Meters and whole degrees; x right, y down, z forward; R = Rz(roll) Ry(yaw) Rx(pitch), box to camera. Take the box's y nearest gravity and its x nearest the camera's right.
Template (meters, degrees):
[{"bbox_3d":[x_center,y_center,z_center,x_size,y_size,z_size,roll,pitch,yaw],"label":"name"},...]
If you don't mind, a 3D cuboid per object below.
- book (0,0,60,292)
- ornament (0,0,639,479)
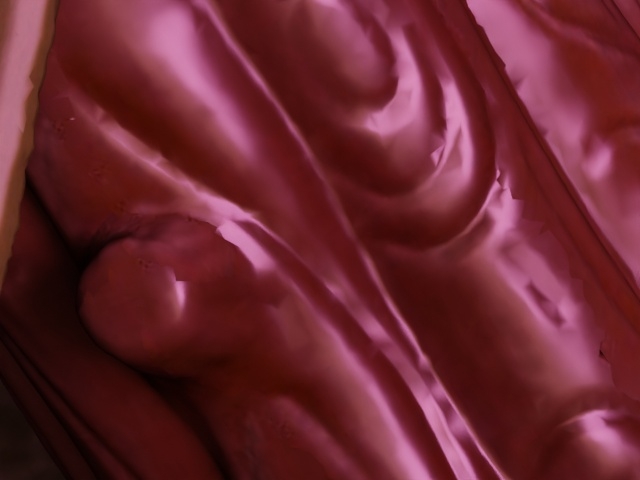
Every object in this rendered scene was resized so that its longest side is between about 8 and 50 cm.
[{"bbox_3d":[-0.139,-0.172,0.373,0.035,0.239,0.352,-1,103,-68],"label":"book"},{"bbox_3d":[0.000,0.000,0.465,0.217,0.235,0.221,58,31,-18],"label":"ornament"}]
